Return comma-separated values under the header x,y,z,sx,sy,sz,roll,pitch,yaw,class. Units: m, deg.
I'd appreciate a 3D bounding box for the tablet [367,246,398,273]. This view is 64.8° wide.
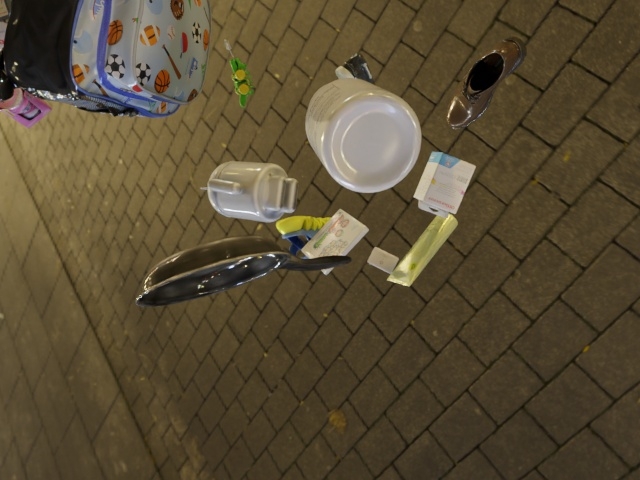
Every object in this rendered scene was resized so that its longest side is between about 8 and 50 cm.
x,y,z,sx,sy,sz,roll,pitch,yaw,class
0.189,0.060,1.526,0.083,0.006,0.054,27,88,22,tablet

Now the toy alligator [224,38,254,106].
x,y,z,sx,sy,sz,roll,pitch,yaw,class
-0.225,-0.479,1.436,0.056,0.051,0.189,-154,49,-65,toy alligator

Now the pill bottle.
x,y,z,sx,sy,sz,roll,pitch,yaw,class
0.047,-0.163,0.725,0.229,0.131,0.131,-112,44,-64,pill bottle

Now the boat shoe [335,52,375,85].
x,y,z,sx,sy,sz,roll,pitch,yaw,class
0.144,-0.497,1.657,0.091,0.302,0.114,-46,70,3,boat shoe

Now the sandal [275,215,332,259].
x,y,z,sx,sy,sz,roll,pitch,yaw,class
0.000,0.000,1.493,0.126,0.318,0.138,-12,84,45,sandal

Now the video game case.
x,y,z,sx,sy,sz,roll,pitch,yaw,class
0.034,0.000,1.309,0.157,0.019,0.143,-46,34,-1,video game case

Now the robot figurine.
x,y,z,sx,sy,sz,roll,pitch,yaw,class
-0.246,-0.172,1.749,0.354,0.300,0.199,9,89,32,robot figurine

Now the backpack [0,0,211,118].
x,y,z,sx,sy,sz,roll,pitch,yaw,class
-0.264,-0.288,0.676,0.213,0.263,0.276,15,96,3,backpack

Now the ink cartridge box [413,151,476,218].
x,y,z,sx,sy,sz,roll,pitch,yaw,class
0.299,-0.135,1.242,0.090,0.092,0.143,-113,44,-77,ink cartridge box

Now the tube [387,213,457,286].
x,y,z,sx,sy,sz,roll,pitch,yaw,class
0.277,0.025,1.350,0.062,0.070,0.240,37,74,14,tube

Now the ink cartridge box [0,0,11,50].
x,y,z,sx,sy,sz,roll,pitch,yaw,class
-0.681,-0.493,1.061,0.155,0.093,0.212,-11,104,-1,ink cartridge box

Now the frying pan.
x,y,z,sx,sy,sz,roll,pitch,yaw,class
-0.077,0.025,0.661,0.053,0.326,0.197,70,158,10,frying pan

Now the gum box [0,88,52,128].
x,y,z,sx,sy,sz,roll,pitch,yaw,class
-0.608,-0.305,0.948,0.062,0.107,0.188,-44,91,-6,gum box

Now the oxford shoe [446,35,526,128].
x,y,z,sx,sy,sz,roll,pitch,yaw,class
0.317,-0.315,1.043,0.083,0.096,0.227,46,144,14,oxford shoe
